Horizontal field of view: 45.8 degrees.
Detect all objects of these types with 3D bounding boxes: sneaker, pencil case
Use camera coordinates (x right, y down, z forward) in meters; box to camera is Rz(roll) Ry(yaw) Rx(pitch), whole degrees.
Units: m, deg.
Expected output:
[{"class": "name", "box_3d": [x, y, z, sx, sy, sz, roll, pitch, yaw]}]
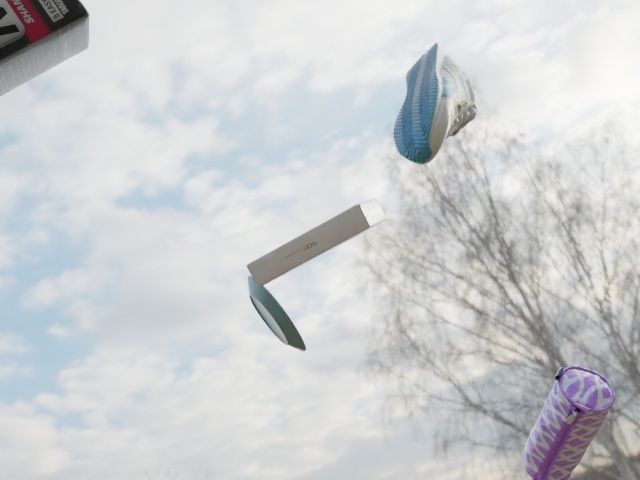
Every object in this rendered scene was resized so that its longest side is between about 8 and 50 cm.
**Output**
[{"class": "sneaker", "box_3d": [0.159, -0.172, 0.994, 0.092, 0.228, 0.087, 36, -47, -16]}, {"class": "pencil case", "box_3d": [0.360, 0.276, 1.108, 0.086, 0.088, 0.206, 17, -49, 13]}]

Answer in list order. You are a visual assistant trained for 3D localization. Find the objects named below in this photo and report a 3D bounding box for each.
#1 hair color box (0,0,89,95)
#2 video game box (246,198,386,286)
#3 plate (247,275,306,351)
[{"class": "hair color box", "box_3d": [-0.468, -0.220, 0.833, 0.374, 0.185, 0.113, -36, 5, -18]}, {"class": "video game box", "box_3d": [0.000, 0.000, 1.233, 0.205, 0.048, 0.187, -29, -3, 14]}, {"class": "plate", "box_3d": [-0.095, 0.151, 1.502, 0.024, 0.188, 0.188, -36, -24, -16]}]
